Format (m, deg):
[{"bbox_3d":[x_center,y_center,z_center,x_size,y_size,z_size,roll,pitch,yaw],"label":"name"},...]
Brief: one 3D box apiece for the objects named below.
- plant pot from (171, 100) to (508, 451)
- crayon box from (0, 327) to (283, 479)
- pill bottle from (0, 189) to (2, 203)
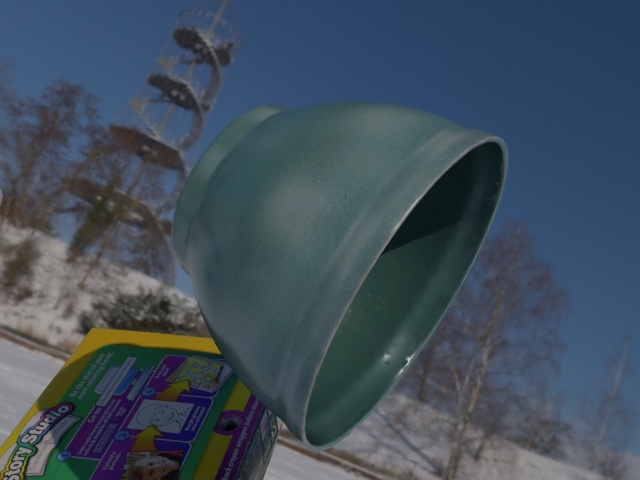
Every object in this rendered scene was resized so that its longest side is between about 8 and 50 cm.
[{"bbox_3d":[0.000,0.000,0.688,0.196,0.293,0.293,32,-12,21],"label":"plant pot"},{"bbox_3d":[-0.231,0.268,1.053,0.313,0.363,0.106,3,-61,12],"label":"crayon box"},{"bbox_3d":[-0.552,-0.103,1.128,0.193,0.108,0.108,46,-15,5],"label":"pill bottle"}]
